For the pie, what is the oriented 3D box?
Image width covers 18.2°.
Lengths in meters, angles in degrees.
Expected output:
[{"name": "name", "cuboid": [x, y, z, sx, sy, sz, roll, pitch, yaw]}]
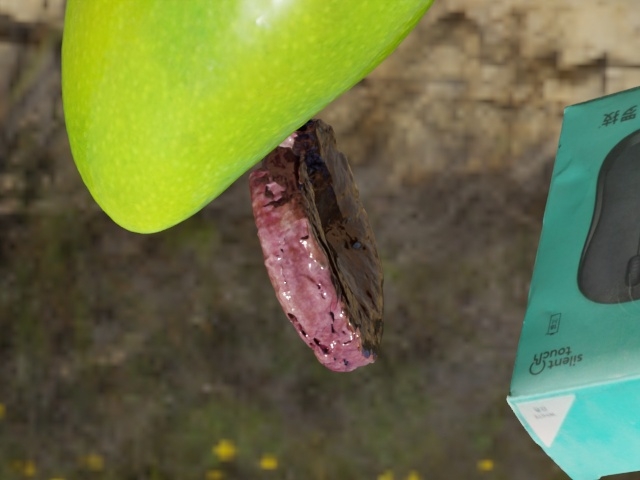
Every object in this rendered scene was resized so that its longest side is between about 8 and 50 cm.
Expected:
[{"name": "pie", "cuboid": [0.000, 0.000, 1.574, 0.054, 0.204, 0.218, -17, -149, 12]}]

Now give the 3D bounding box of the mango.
[{"name": "mango", "cuboid": [-0.031, -0.152, 1.029, 0.192, 0.343, 0.156, 43, -153, 30]}]

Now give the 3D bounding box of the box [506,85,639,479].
[{"name": "box", "cuboid": [0.277, 0.017, 1.555, 0.205, 0.311, 0.118, -16, 135, 38]}]
